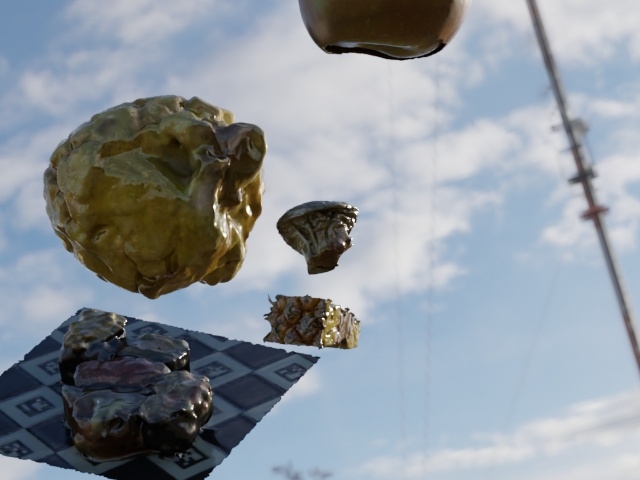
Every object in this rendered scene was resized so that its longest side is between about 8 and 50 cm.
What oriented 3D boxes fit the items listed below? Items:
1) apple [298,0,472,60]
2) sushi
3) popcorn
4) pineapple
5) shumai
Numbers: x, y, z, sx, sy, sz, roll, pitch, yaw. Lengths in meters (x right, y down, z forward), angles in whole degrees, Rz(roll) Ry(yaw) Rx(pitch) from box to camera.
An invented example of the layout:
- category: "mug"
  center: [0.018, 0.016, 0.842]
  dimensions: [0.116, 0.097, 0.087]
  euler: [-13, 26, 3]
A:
- category: "apple"
  center: [0.084, -0.333, 1.809]
  dimensions: [0.237, 0.207, 0.237]
  euler: [18, 4, -1]
- category: "sushi"
  center: [-0.185, 0.124, 1.336]
  dimensions: [0.294, 0.059, 0.292]
  euler: [8, 25, 21]
- category: "popcorn"
  center: [-0.287, -0.081, 2.412]
  dimensions: [0.390, 0.344, 0.354]
  euler: [-6, 19, -7]
- category: "pineapple"
  center: [-0.026, 0.126, 2.051]
  dimensions: [0.135, 0.079, 0.233]
  euler: [11, -7, 14]
- category: "shumai"
  center: [-0.002, -0.001, 2.316]
  dimensions: [0.146, 0.116, 0.145]
  euler: [-11, -21, -4]
